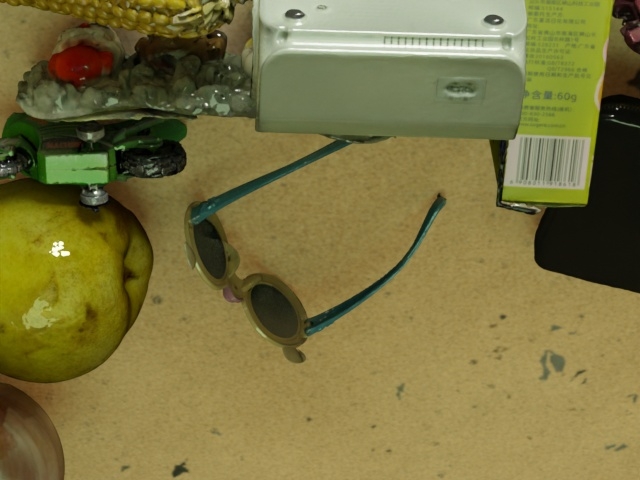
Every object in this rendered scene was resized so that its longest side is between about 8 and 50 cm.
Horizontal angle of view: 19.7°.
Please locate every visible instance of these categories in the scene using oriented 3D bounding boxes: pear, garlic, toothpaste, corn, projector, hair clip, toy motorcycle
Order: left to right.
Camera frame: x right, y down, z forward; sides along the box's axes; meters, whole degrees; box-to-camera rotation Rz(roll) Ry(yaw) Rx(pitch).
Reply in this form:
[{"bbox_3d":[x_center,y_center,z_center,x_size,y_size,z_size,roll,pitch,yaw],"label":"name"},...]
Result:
[{"bbox_3d":[-0.351,0.225,1.859,0.160,0.191,0.214,6,176,-22],"label":"garlic"},{"bbox_3d":[-0.251,0.035,1.665,0.200,0.200,0.200,0,133,0],"label":"pear"},{"bbox_3d":[-0.203,-0.228,1.449,0.317,0.115,0.115,13,133,8],"label":"corn"},{"bbox_3d":[-0.212,-0.078,1.613,0.190,0.106,0.074,-1,113,-3],"label":"toy motorcycle"},{"bbox_3d":[-0.093,-0.141,1.552,0.321,0.138,0.091,3,103,-1],"label":"hair clip"},{"bbox_3d":[0.048,-0.188,1.409,0.198,0.250,0.108,2,133,-1],"label":"projector"},{"bbox_3d":[0.186,-0.188,1.465,0.077,0.110,0.327,2,121,0],"label":"toothpaste"}]

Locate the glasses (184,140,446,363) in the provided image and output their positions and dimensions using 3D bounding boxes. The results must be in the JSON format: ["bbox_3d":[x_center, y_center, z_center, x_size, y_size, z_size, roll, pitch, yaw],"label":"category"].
[{"bbox_3d":[-0.005,-0.017,1.715,0.220,0.088,0.189,-40,123,7],"label":"glasses"}]

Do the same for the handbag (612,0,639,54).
[{"bbox_3d":[0.334,-0.194,1.436,0.216,0.203,0.074,-3,128,-1],"label":"handbag"}]

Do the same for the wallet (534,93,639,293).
[{"bbox_3d":[0.282,-0.040,1.632,0.149,0.044,0.250,13,145,0],"label":"wallet"}]
